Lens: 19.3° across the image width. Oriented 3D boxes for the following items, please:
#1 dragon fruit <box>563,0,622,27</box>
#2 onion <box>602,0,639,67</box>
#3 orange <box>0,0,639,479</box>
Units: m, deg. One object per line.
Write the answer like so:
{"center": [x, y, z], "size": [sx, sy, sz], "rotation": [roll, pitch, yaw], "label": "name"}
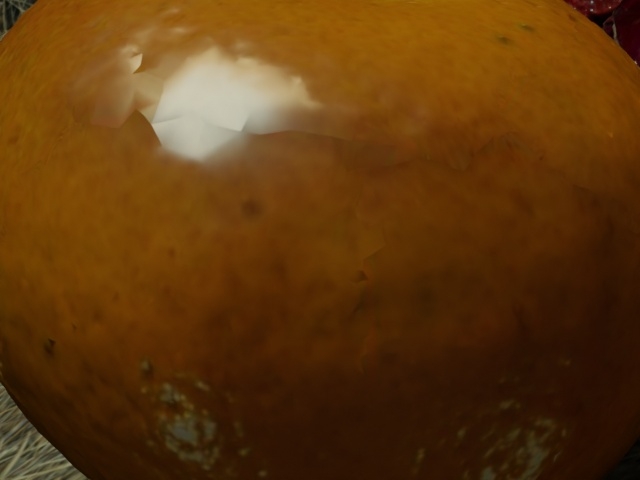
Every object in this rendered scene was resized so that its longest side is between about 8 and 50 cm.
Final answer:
{"center": [0.220, -0.229, 1.798], "size": [0.329, 0.228, 0.286], "rotation": [-41, -16, 13], "label": "dragon fruit"}
{"center": [0.327, -0.135, 1.352], "size": [0.280, 0.146, 0.314], "rotation": [-18, 17, 7], "label": "onion"}
{"center": [-0.002, 0.005, 1.057], "size": [0.423, 0.326, 0.424], "rotation": [5, 23, -2], "label": "orange"}
